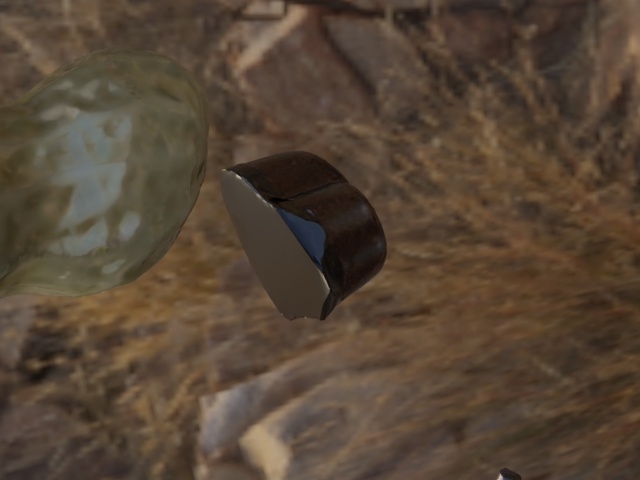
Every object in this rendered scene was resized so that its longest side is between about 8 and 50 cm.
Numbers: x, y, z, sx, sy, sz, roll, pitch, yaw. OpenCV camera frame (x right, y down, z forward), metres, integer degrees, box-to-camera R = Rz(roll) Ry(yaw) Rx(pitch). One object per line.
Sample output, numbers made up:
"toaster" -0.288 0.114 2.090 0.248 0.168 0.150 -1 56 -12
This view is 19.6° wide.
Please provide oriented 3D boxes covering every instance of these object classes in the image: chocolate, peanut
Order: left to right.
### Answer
"peanut" -0.155 -0.018 0.946 0.123 0.257 0.123 26 129 37
"chocolate" 0.000 0.000 1.372 0.149 0.080 0.125 39 150 44

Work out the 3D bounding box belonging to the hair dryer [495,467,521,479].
"hair dryer" 0.080 0.205 1.201 0.054 0.106 0.154 34 111 6
